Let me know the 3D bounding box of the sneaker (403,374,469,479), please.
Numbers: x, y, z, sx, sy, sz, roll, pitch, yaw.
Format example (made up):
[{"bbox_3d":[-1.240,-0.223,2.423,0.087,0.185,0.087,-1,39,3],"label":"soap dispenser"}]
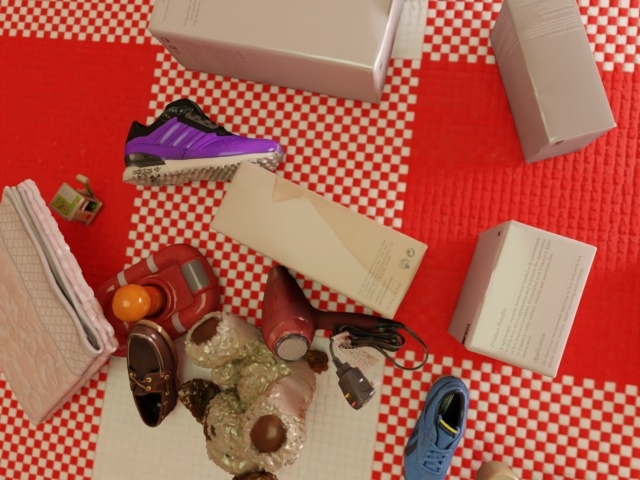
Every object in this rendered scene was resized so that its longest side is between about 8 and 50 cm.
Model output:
[{"bbox_3d":[0.179,0.315,0.735,0.069,0.082,0.210,18,90,8],"label":"sneaker"}]

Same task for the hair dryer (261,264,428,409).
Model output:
[{"bbox_3d":[0.008,0.139,0.746,0.293,0.223,0.080,38,115,24],"label":"hair dryer"}]

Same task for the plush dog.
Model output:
[{"bbox_3d":[-0.110,0.266,0.754,0.262,0.210,0.226,46,111,30],"label":"plush dog"}]

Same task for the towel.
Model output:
[{"bbox_3d":[-0.500,0.117,0.806,0.317,0.053,0.332,-39,78,32],"label":"towel"}]

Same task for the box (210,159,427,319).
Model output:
[{"bbox_3d":[0.000,0.000,0.755,0.310,0.148,0.121,26,89,8],"label":"box"}]

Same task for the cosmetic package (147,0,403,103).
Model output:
[{"bbox_3d":[-0.061,-0.385,0.792,0.384,0.156,0.218,16,88,8],"label":"cosmetic package"}]

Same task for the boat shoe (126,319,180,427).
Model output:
[{"bbox_3d":[-0.270,0.220,0.756,0.073,0.073,0.207,9,127,13],"label":"boat shoe"}]

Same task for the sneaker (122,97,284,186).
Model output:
[{"bbox_3d":[-0.211,-0.180,0.822,0.292,0.102,0.146,-4,84,8],"label":"sneaker"}]

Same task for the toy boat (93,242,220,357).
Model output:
[{"bbox_3d":[-0.294,0.103,0.786,0.230,0.151,0.151,-29,82,5],"label":"toy boat"}]

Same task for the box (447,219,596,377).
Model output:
[{"bbox_3d":[0.280,0.080,0.687,0.118,0.182,0.181,19,89,8],"label":"box"}]

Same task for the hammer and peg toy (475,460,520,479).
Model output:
[{"bbox_3d":[0.331,0.497,0.674,0.361,0.127,0.266,39,94,10],"label":"hammer and peg toy"}]

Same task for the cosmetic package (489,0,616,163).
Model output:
[{"bbox_3d":[0.350,-0.254,0.732,0.107,0.127,0.238,-17,85,6],"label":"cosmetic package"}]

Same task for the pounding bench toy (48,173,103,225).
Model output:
[{"bbox_3d":[-0.437,-0.078,0.866,0.052,0.065,0.083,35,91,10],"label":"pounding bench toy"}]
